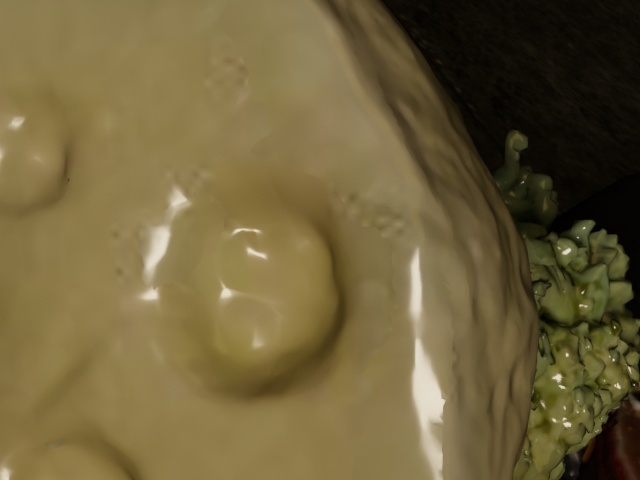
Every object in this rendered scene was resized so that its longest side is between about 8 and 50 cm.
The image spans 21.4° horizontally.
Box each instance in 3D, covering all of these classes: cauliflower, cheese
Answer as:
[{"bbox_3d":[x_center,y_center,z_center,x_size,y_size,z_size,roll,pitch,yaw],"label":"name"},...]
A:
[{"bbox_3d":[-0.008,0.016,0.794,0.327,0.260,0.281,-33,101,-47],"label":"cauliflower"},{"bbox_3d":[-0.073,0.042,0.619,0.326,0.318,0.115,51,17,12],"label":"cheese"}]

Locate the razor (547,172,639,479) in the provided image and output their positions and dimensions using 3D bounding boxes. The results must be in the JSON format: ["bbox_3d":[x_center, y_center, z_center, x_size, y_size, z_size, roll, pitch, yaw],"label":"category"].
[{"bbox_3d":[0.209,0.062,1.070,0.204,0.113,0.349,37,25,13],"label":"razor"}]

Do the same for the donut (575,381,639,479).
[{"bbox_3d":[0.221,0.169,0.810,0.230,0.096,0.216,4,42,-41],"label":"donut"}]
